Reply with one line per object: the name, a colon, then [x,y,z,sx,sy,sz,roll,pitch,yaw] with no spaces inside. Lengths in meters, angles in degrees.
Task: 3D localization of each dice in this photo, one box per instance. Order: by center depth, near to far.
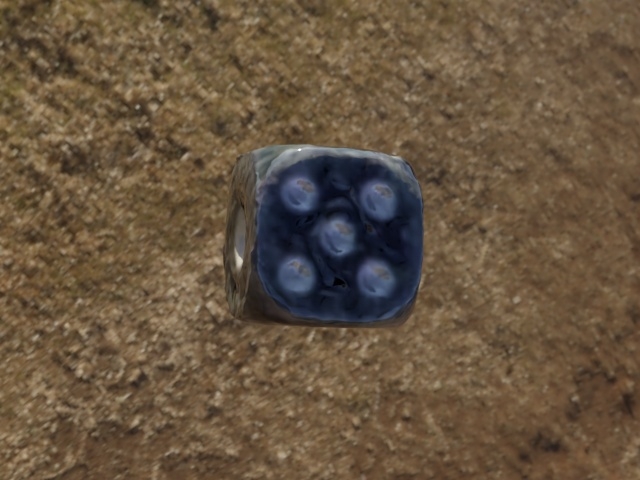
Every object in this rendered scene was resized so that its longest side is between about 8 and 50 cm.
dice: [0.000,0.000,1.043,0.183,0.182,0.181,4,88,-13]
